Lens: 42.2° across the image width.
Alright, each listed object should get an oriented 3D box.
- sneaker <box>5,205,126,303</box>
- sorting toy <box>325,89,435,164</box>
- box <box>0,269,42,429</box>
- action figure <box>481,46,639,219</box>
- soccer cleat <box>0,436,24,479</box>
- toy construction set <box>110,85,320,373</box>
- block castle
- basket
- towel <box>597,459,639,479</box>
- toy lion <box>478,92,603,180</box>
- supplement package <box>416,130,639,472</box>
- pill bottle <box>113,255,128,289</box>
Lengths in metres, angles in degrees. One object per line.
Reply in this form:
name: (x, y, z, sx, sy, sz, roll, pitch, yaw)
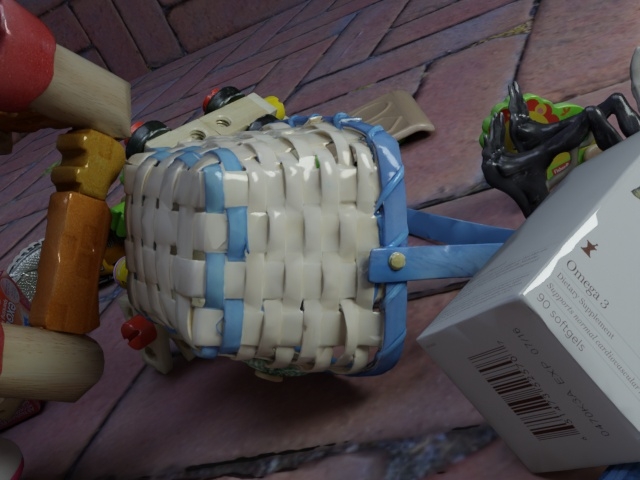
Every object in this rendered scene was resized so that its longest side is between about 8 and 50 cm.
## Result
sneaker: (-0.322, 0.025, 1.106, 0.225, 0.088, 0.092, -35, 24, -15)
sorting toy: (0.038, -0.129, 1.091, 0.208, 0.038, 0.193, -22, 23, 5)
box: (-0.426, 0.157, 0.890, 0.256, 0.123, 0.128, -26, 23, 6)
action figure: (0.255, -0.089, 0.581, 0.275, 0.141, 0.164, -3, 22, 33)
soccer cleat: (-0.418, 0.233, 0.690, 0.331, 0.143, 0.116, -27, 22, 2)
toy construction set: (-0.111, -0.032, 0.843, 0.151, 0.215, 0.328, 26, 43, 9)
block castle: (-0.388, -0.018, 0.682, 0.452, 0.212, 0.303, 0, 78, 31)
basket: (0.000, 0.000, 0.666, 0.288, 0.201, 0.254, -7, 10, -26)
towel: (0.177, 0.125, 0.368, 0.067, 0.029, 0.119, -38, 24, -21)
toy lion: (0.192, -0.088, 0.726, 0.100, 0.096, 0.034, -28, 22, 1)
supplement package: (0.162, 0.026, 0.463, 0.179, 0.105, 0.105, -42, 1, -29)
pill bottle: (-0.215, 0.042, 0.998, 0.043, 0.043, 0.083, -40, 24, -26)
